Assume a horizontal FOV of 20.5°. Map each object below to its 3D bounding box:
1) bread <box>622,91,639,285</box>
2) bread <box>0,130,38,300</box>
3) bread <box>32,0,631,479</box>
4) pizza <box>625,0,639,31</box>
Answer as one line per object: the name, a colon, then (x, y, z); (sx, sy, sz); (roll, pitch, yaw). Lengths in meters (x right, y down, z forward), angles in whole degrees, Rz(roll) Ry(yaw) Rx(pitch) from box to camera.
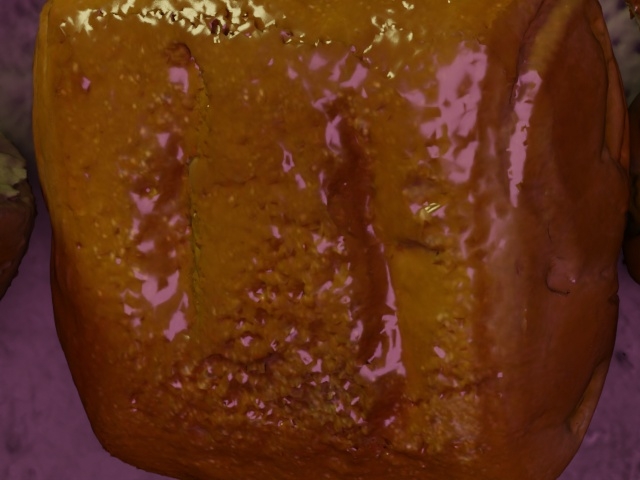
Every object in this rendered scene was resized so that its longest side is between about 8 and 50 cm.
bread: (0.305, -0.023, 0.936); (0.333, 0.160, 0.333); (17, 128, 23)
bread: (-0.269, -0.007, 1.002); (0.195, 0.176, 0.246); (37, 110, 8)
bread: (-0.003, 0.002, 0.982); (0.337, 0.148, 0.328); (6, 107, 18)
pizza: (0.199, -0.197, 1.000); (0.188, 0.062, 0.199); (3, 114, -7)
